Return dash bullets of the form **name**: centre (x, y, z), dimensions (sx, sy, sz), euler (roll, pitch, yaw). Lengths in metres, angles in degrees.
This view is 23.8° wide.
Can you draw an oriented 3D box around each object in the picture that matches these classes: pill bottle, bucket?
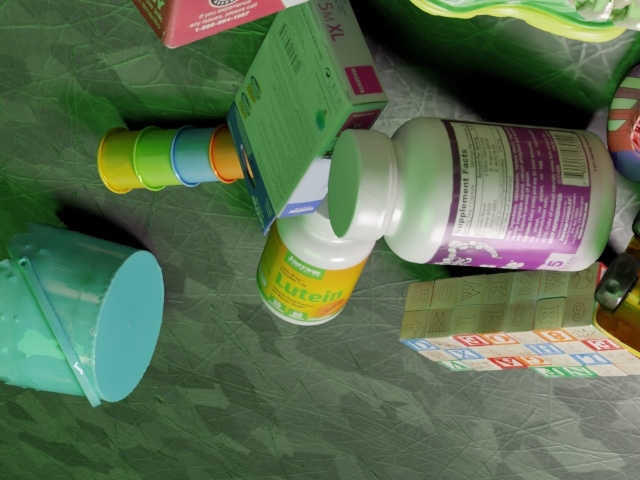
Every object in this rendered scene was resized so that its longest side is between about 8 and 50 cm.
- **pill bottle**: centre (0.000, 0.000, 2.038), dimensions (0.136, 0.136, 0.245), euler (27, 146, 3)
- **bucket**: centre (-0.374, 0.116, 2.342), dimensions (0.183, 0.281, 0.281), euler (11, 141, 18)
- **pill bottle**: centre (0.168, -0.054, 1.732), dimensions (0.302, 0.169, 0.169), euler (4, 148, -15)

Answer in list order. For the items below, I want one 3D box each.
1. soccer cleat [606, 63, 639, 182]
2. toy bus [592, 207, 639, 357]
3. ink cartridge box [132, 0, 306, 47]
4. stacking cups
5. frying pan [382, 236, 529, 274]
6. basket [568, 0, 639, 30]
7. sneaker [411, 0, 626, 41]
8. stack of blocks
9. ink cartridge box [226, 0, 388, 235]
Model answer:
- **soccer cleat**: centre (0.375, -0.147, 1.617), dimensions (0.109, 0.116, 0.318), euler (26, 145, 2)
- **toy bus**: centre (0.400, 0.040, 1.756), dimensions (0.149, 0.220, 0.211), euler (32, 173, 0)
- **ink cartridge box**: centre (-0.042, -0.393, 1.429), dimensions (0.160, 0.279, 0.384), euler (56, 152, 22)
- **stacking cups**: centre (-0.151, -0.109, 2.052), dimensions (0.316, 0.096, 0.096), euler (2, 137, 31)
- **frying pan**: centre (0.194, -0.023, 1.963), dimensions (0.326, 0.053, 0.197), euler (14, 142, 15)
- **basket**: centre (0.398, -0.334, 1.223), dimensions (0.328, 0.266, 0.331), euler (19, 147, 12)
- **sneaker**: centre (0.192, -0.288, 1.546), dimensions (0.296, 0.109, 0.123), euler (6, 130, -17)
- **stack of blocks**: centre (0.275, 0.112, 1.992), dimensions (0.297, 0.087, 0.171), euler (-7, 152, 40)
- **ink cartridge box**: centre (-0.025, -0.158, 1.838), dimensions (0.065, 0.185, 0.311), euler (-8, 155, -28)
